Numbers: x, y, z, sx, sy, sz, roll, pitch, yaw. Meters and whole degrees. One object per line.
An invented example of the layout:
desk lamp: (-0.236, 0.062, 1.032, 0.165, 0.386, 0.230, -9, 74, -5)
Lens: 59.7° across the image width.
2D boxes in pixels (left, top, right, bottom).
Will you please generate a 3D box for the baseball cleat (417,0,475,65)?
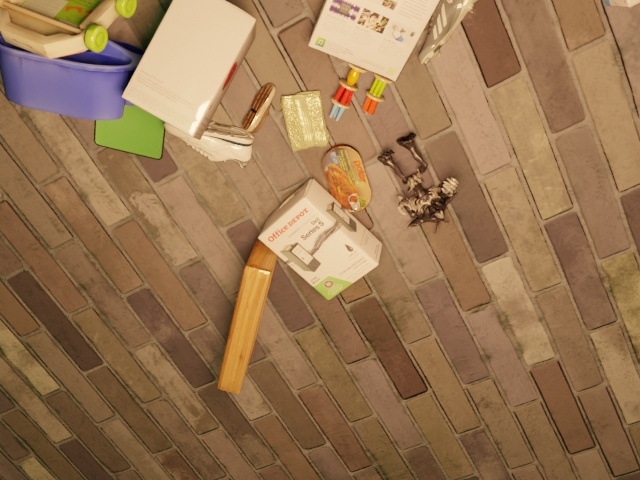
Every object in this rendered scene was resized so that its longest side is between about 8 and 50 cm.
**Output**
baseball cleat: (0.277, -0.518, 1.297, 0.109, 0.072, 0.206, 41, 110, 3)

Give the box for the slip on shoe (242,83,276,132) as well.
slip on shoe: (-0.148, -0.333, 1.420, 0.041, 0.051, 0.135, 14, 113, -47)

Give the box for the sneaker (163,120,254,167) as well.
sneaker: (-0.293, -0.255, 1.444, 0.235, 0.090, 0.095, 16, 124, -2)

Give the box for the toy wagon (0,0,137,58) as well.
toy wagon: (-0.542, -0.544, 1.227, 0.267, 0.344, 0.068, 22, 152, 6)

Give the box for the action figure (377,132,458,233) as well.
action figure: (0.260, -0.127, 1.432, 0.164, 0.141, 0.275, -34, 107, 6)

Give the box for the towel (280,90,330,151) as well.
towel: (-0.040, -0.305, 1.430, 0.110, 0.027, 0.148, -8, 114, 9)

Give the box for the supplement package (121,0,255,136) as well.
supplement package: (-0.290, -0.402, 1.275, 0.175, 0.177, 0.293, 29, 94, -9)

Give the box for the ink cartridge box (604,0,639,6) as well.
ink cartridge box: (0.657, -0.561, 1.208, 0.052, 0.122, 0.088, -23, 112, 14)

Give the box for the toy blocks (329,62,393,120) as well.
toy blocks: (0.094, -0.354, 1.383, 0.123, 0.054, 0.148, 19, 124, -12)

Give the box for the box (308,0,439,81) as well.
box: (0.137, -0.538, 1.232, 0.232, 0.058, 0.322, 18, 133, -14)

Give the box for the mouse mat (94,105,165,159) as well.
mouse mat: (-0.504, -0.303, 1.476, 0.190, 0.007, 0.152, 14, 115, -1)

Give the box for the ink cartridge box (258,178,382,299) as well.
ink cartridge box: (0.000, 0.000, 1.505, 0.273, 0.115, 0.198, 42, 122, -15)

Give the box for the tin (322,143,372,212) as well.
tin: (0.073, -0.165, 1.483, 0.106, 0.040, 0.189, -13, 114, 14)

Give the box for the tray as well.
tray: (-0.204, 0.208, 1.584, 0.076, 0.203, 0.411, 15, 115, -2)

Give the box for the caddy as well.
caddy: (-0.576, -0.414, 1.303, 0.341, 0.241, 0.179, 11, 120, -2)
